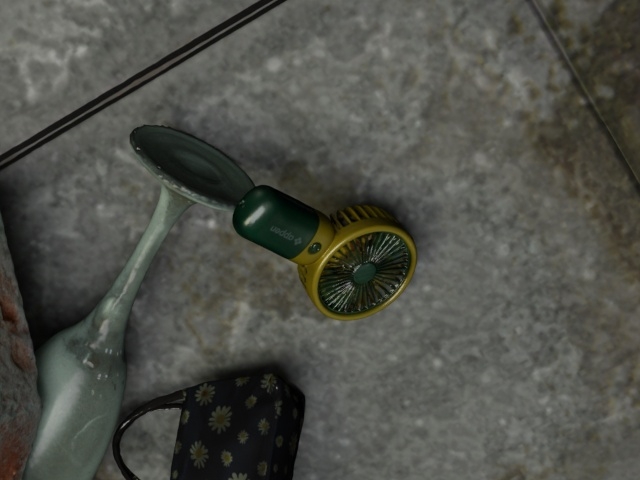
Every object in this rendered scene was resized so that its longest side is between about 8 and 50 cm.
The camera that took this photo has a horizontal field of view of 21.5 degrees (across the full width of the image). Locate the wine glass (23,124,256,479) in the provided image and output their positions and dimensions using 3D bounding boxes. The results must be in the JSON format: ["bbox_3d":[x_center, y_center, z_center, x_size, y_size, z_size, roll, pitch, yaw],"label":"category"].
[{"bbox_3d":[-0.223,0.022,1.216,0.264,0.096,0.309,38,112,15],"label":"wine glass"}]

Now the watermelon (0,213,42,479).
[{"bbox_3d":[-0.284,0.101,1.153,0.214,0.320,0.289,34,76,-23],"label":"watermelon"}]

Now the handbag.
[{"bbox_3d":[-0.086,0.151,1.226,0.139,0.072,0.115,4,76,20],"label":"handbag"}]

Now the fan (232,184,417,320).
[{"bbox_3d":[0.000,0.000,1.146,0.155,0.039,0.082,28,108,-43],"label":"fan"}]
